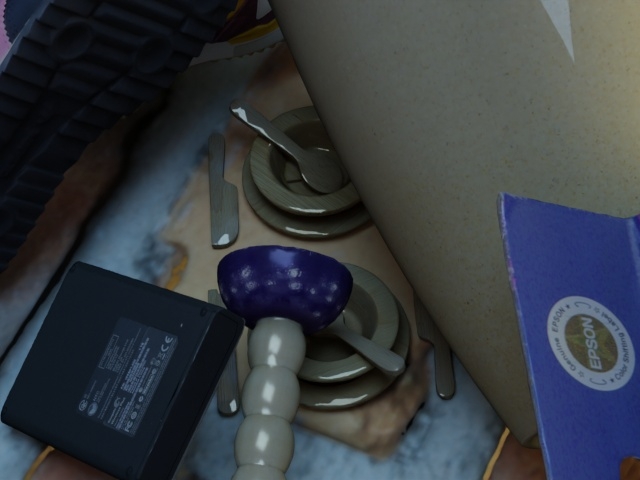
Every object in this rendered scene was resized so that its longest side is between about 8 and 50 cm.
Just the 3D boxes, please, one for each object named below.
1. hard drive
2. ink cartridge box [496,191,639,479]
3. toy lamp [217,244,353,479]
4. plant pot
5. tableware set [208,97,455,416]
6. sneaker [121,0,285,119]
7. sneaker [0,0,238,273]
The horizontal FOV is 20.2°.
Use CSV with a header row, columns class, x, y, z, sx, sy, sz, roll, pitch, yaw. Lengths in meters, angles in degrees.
class,x,y,z,sx,sy,sz,roll,pitch,yaw
hard drive,-0.102,0.066,0.897,0.135,0.022,0.094,15,77,50
ink cartridge box,0.247,0.128,0.730,0.330,0.071,0.324,11,55,-30
toy lamp,-0.034,0.139,0.855,0.080,0.080,0.275,3,64,5
plant pot,0.125,-0.045,0.903,0.256,0.256,0.274,-13,73,-6
tableware set,0.000,0.000,0.982,0.128,0.039,0.194,-5,56,0
sneaker,-0.105,-0.127,1.023,0.185,0.084,0.069,-25,57,11
sneaker,-0.164,-0.104,0.954,0.319,0.112,0.131,-45,52,9
